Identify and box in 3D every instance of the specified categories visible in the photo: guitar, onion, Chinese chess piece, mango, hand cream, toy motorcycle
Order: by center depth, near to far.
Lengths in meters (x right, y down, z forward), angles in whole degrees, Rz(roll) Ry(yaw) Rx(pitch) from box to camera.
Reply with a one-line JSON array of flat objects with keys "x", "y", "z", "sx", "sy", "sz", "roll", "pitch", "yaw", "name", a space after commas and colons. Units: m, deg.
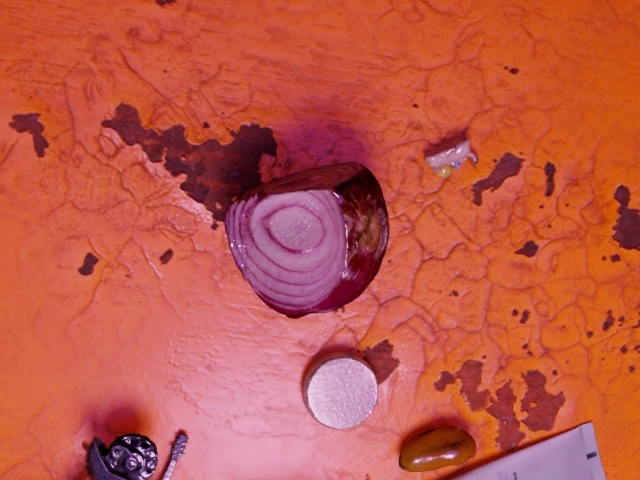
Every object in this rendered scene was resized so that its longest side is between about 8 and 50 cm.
[{"x": -0.279, "y": 0.457, "z": 1.292, "sx": 0.212, "sy": 0.125, "sz": 0.359, "roll": -27, "pitch": 100, "yaw": -6, "name": "toy motorcycle"}, {"x": 0.003, "y": -0.001, "z": 1.310, "sx": 0.216, "sy": 0.207, "sz": 0.206, "roll": 0, "pitch": 106, "yaw": 34, "name": "onion"}, {"x": -0.258, "y": 0.407, "z": 1.370, "sx": 0.088, "sy": 0.025, "sz": 0.234, "roll": 23, "pitch": 88, "yaw": -8, "name": "guitar"}, {"x": 0.031, "y": 0.236, "z": 1.390, "sx": 0.122, "sy": 0.051, "sz": 0.122, "roll": 0, "pitch": 92, "yaw": -9, "name": "Chinese chess piece"}, {"x": 0.182, "y": 0.330, "z": 1.396, "sx": 0.127, "sy": 0.077, "sz": 0.063, "roll": -16, "pitch": 90, "yaw": 0, "name": "mango"}, {"x": 0.313, "y": 0.395, "z": 1.427, "sx": 0.320, "sy": 0.067, "sz": 0.109, "roll": -16, "pitch": 94, "yaw": -11, "name": "hand cream"}]

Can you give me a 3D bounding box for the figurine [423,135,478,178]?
[{"x": 0.209, "y": -0.129, "z": 1.408, "sx": 0.083, "sy": 0.047, "sz": 0.051, "roll": -25, "pitch": 104, "yaw": -1, "name": "figurine"}]
